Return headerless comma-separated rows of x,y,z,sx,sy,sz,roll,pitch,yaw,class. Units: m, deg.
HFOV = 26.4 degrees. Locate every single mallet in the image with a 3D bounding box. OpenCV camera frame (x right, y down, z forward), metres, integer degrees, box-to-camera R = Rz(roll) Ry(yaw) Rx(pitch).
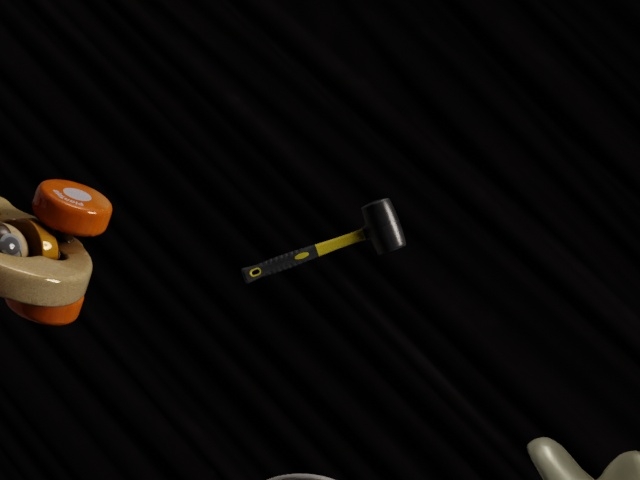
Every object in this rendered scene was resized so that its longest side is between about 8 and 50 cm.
0.000,0.000,1.548,0.189,0.062,0.039,-12,179,-4,mallet

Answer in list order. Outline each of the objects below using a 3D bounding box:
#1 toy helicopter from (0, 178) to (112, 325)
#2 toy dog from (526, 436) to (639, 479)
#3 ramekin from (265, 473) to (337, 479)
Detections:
-0.407,-0.016,1.410,0.235,0.355,0.140,-44,157,-69,toy helicopter
0.485,0.242,1.439,0.408,0.395,0.284,-40,131,11,toy dog
-0.002,0.417,1.632,0.273,0.273,0.127,-48,151,12,ramekin
